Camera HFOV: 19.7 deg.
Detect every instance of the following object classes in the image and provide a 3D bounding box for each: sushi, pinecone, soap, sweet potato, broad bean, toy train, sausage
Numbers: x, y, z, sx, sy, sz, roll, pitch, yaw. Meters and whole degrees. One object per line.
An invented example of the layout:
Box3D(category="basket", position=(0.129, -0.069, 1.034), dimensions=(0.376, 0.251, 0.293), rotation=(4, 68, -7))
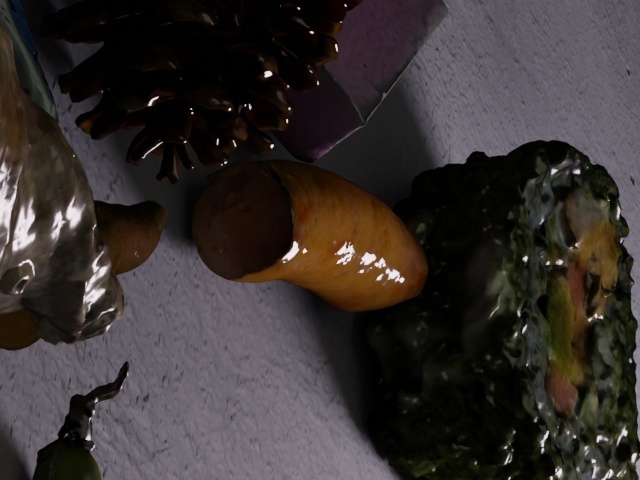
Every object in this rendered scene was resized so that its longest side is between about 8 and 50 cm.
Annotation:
Box3D(category="sushi", position=(0.167, 0.083, 1.687), dimensions=(0.294, 0.178, 0.352), rotation=(35, 52, -52))
Box3D(category="pinecone", position=(-0.080, -0.181, 1.234), dimensions=(0.246, 0.246, 0.292), rotation=(31, 63, -57))
Box3D(category="soap", position=(-0.003, -0.197, 1.522), dimensions=(0.181, 0.081, 0.259), rotation=(52, 31, -12))
Box3D(category="sweet potato", position=(-0.165, 0.014, 1.166), dimensions=(0.243, 0.077, 0.077), rotation=(-42, 117, -71))
Box3D(category="broad bean", position=(-0.165, 0.226, 1.087), dimensions=(0.075, 0.067, 0.325), rotation=(95, 0, -55))
Box3D(category="toy train", position=(-0.196, -0.117, 1.054), dimensions=(0.051, 0.052, 0.234), rotation=(50, 9, -38))
Box3D(category="sausage", position=(-0.002, 0.000, 1.470), dimensions=(0.270, 0.109, 0.109), rotation=(23, 59, -59))

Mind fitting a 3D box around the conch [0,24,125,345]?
Box3D(category="conch", position=(-0.247, -0.043, 0.857), dimensions=(0.210, 0.297, 0.352), rotation=(-36, 132, -16))
